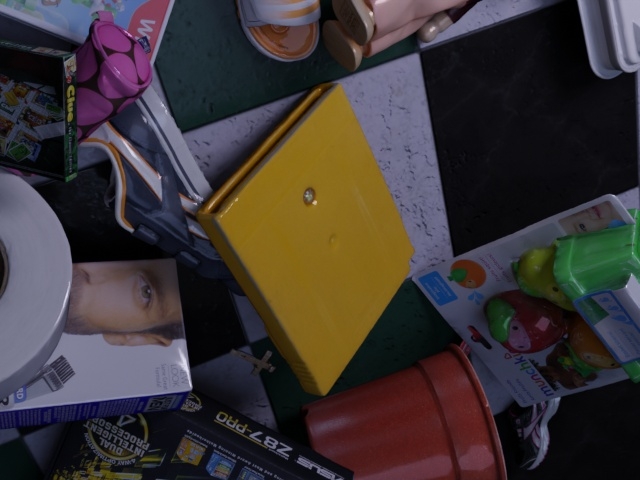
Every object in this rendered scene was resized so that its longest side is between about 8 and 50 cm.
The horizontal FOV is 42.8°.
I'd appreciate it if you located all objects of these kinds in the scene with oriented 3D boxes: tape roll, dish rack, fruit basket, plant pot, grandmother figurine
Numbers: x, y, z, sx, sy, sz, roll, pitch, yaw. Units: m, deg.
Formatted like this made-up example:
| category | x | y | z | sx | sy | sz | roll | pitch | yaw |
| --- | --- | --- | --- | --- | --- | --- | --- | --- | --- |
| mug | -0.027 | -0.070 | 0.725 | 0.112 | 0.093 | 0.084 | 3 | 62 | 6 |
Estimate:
| category | x | y | z | sx | sy | sz | roll | pitch | yaw |
| --- | --- | --- | --- | --- | --- | --- | --- | --- | --- |
| tape roll | -0.424 | 0.048 | 0.912 | 0.286 | 0.286 | 0.100 | -4 | 159 | -20 |
| dish rack | 0.467 | -0.413 | 1.121 | 0.285 | 0.072 | 0.333 | -36 | 124 | -18 |
| fruit basket | 0.363 | 0.116 | 1.231 | 0.353 | 0.165 | 0.327 | -28 | 112 | 33 |
| plant pot | 0.116 | 0.326 | 1.279 | 0.265 | 0.272 | 0.272 | -14 | 119 | -6 |
| grandmother figurine | 0.172 | -0.335 | 1.037 | 0.342 | 0.208 | 0.104 | -28 | 87 | -19 |

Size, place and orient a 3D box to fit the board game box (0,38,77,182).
| category | x | y | z | sx | sy | sz | roll | pitch | yaw |
| --- | --- | --- | --- | --- | --- | --- | --- | --- | --- |
| board game box | -0.379 | -0.155 | 0.879 | 0.259 | 0.030 | 0.136 | 14 | 117 | 15 |

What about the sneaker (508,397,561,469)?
| category | x | y | z | sx | sy | sz | roll | pitch | yaw |
| --- | --- | --- | --- | --- | --- | --- | --- | --- | --- |
| sneaker | 0.374 | 0.331 | 1.493 | 0.077 | 0.072 | 0.178 | 6 | 105 | -11 |

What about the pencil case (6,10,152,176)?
| category | x | y | z | sx | sy | sz | roll | pitch | yaw |
| --- | --- | --- | --- | --- | --- | --- | --- | --- | --- |
| pencil case | -0.283 | -0.159 | 0.909 | 0.209 | 0.095 | 0.098 | -30 | 90 | 25 |

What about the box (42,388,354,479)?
| category | x | y | z | sx | sy | sz | roll | pitch | yaw |
| --- | --- | --- | --- | --- | --- | --- | --- | --- | --- |
| box | -0.195 | 0.381 | 1.163 | 0.395 | 0.097 | 0.318 | 28 | 107 | 2 |

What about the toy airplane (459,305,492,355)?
| category | x | y | z | sx | sy | sz | roll | pitch | yaw |
| --- | --- | --- | --- | --- | --- | --- | --- | --- | --- |
| toy airplane | 0.280 | 0.156 | 1.382 | 0.151 | 0.028 | 0.151 | -9 | 113 | -22 |

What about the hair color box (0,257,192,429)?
| category | x | y | z | sx | sy | sz | roll | pitch | yaw |
| --- | --- | --- | --- | --- | --- | --- | --- | --- | --- |
| hair color box | -0.344 | 0.130 | 1.022 | 0.338 | 0.185 | 0.110 | -3 | 156 | -22 |

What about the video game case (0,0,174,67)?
| category | x | y | z | sx | sy | sz | roll | pitch | yaw |
| --- | --- | --- | --- | --- | --- | --- | --- | --- | --- |
| video game case | -0.288 | -0.332 | 0.890 | 0.285 | 0.025 | 0.204 | 18 | 90 | -28 |

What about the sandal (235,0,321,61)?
| category | x | y | z | sx | sy | sz | roll | pitch | yaw |
| --- | --- | --- | --- | --- | --- | --- | --- | --- | --- |
| sandal | -0.057 | -0.336 | 0.979 | 0.102 | 0.076 | 0.265 | -19 | 120 | -12 |

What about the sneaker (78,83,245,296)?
| category | x | y | z | sx | sy | sz | roll | pitch | yaw |
| --- | --- | --- | --- | --- | --- | --- | --- | --- | --- |
| sneaker | -0.192 | -0.040 | 1.046 | 0.127 | 0.126 | 0.321 | -33 | 113 | -8 |

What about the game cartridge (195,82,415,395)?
| category | x | y | z | sx | sy | sz | roll | pitch | yaw |
| --- | --- | --- | --- | --- | --- | --- | --- | --- | --- |
| game cartridge | 0.000 | 0.000 | 1.102 | 0.285 | 0.052 | 0.324 | -51 | 131 | -33 |

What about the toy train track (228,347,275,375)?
| category | x | y | z | sx | sy | sz | roll | pitch | yaw |
| --- | --- | --- | --- | --- | --- | --- | --- | --- | --- |
| toy train track | -0.103 | 0.186 | 1.254 | 0.083 | 0.014 | 0.048 | 29 | 101 | -30 |

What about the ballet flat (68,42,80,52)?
| category | x | y | z | sx | sy | sz | roll | pitch | yaw |
| --- | --- | --- | --- | --- | --- | --- | --- | --- | --- |
| ballet flat | -0.269 | -0.229 | 0.962 | 0.057 | 0.052 | 0.168 | 8 | 111 | -24 |
